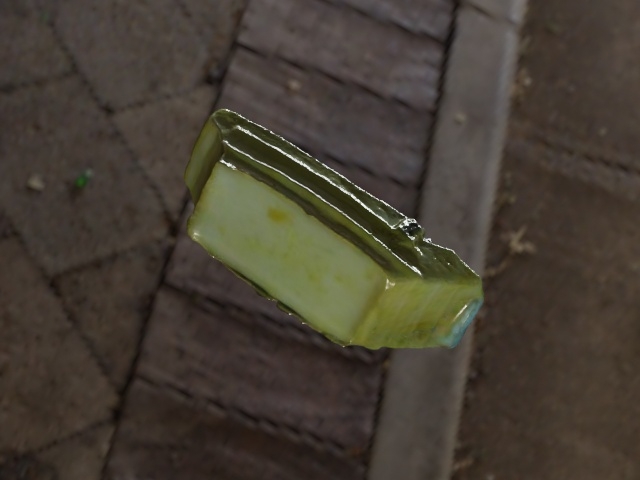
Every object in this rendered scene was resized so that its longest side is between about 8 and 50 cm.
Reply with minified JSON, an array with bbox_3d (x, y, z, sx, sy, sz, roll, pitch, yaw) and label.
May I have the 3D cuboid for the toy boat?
[{"bbox_3d":[-0.002,0.004,1.571,0.276,0.111,0.084,34,39,9],"label":"toy boat"}]
